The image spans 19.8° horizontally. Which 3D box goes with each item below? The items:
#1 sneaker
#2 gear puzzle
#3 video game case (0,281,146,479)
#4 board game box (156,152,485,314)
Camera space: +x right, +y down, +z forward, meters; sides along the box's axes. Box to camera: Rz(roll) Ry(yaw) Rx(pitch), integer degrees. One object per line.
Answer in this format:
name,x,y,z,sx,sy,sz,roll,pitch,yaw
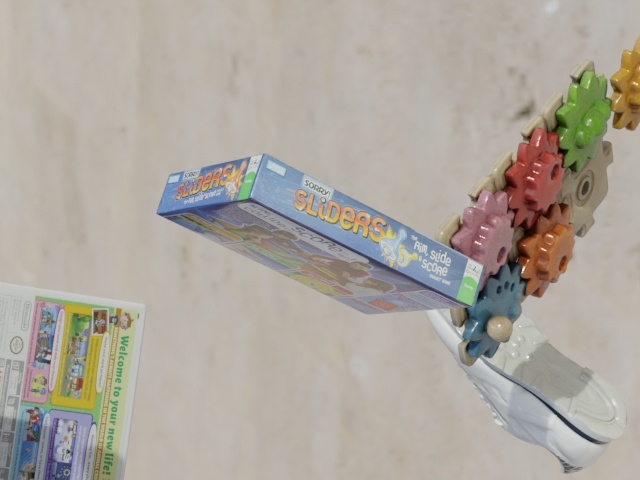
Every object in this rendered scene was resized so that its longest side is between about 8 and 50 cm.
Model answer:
sneaker,0.184,0.135,1.796,0.235,0.090,0.095,42,136,6
gear puzzle,0.213,-0.046,1.546,0.044,0.339,0.175,20,143,32
video game case,-0.272,0.151,1.736,0.023,0.193,0.212,165,113,-69
board game box,0.000,0.000,1.327,0.136,0.201,0.035,-7,61,56
